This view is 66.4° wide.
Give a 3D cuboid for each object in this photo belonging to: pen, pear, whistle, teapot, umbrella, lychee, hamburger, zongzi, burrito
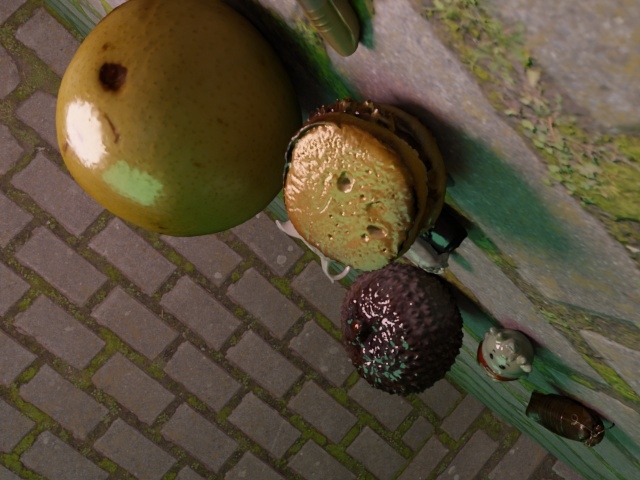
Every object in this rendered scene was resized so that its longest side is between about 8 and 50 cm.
[{"bbox_3d":[-0.024,-0.228,0.388,0.040,0.032,0.233,10,165,34],"label":"pen"},{"bbox_3d":[-0.194,-0.168,0.710,0.348,0.348,0.348,41,174,5],"label":"pear"},{"bbox_3d":[0.371,0.232,0.989,0.253,0.106,0.101,53,-152,-67],"label":"whistle"},{"bbox_3d":[0.000,0.000,1.532,0.298,0.139,0.204,44,171,-18],"label":"teapot"},{"bbox_3d":[0.105,-0.072,0.694,0.236,0.059,0.066,43,154,5],"label":"umbrella"},{"bbox_3d":[0.186,0.188,1.089,0.300,0.300,0.300,41,174,5],"label":"lychee"},{"bbox_3d":[0.045,-0.070,0.555,0.191,0.118,0.182,48,130,4],"label":"hamburger"},{"bbox_3d":[0.582,0.412,1.074,0.184,0.084,0.187,29,174,-16],"label":"zongzi"},{"bbox_3d":[0.141,-0.018,0.835,0.203,0.064,0.064,43,174,-4],"label":"burrito"}]

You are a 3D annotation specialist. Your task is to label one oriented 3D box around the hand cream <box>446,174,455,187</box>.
[{"bbox_3d":[0.083,-0.077,0.633,0.171,0.043,0.065,-9,138,42],"label":"hand cream"}]
